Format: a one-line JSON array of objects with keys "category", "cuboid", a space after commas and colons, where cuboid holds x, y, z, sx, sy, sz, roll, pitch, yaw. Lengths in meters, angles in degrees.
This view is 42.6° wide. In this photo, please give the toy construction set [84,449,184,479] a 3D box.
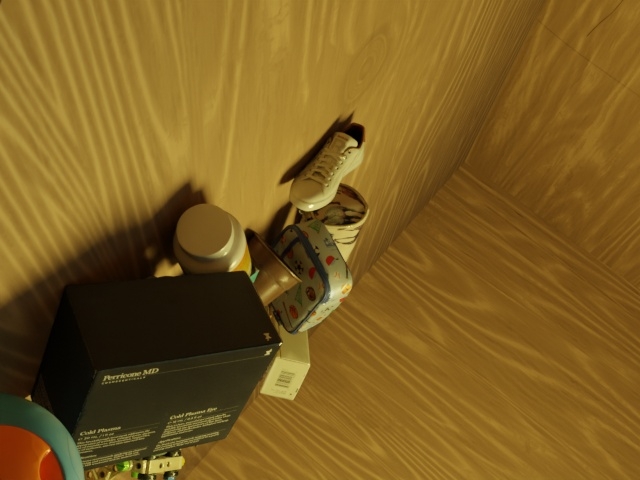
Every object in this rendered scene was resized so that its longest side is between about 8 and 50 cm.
[{"category": "toy construction set", "cuboid": [-0.496, 0.600, 2.206, 0.328, 0.215, 0.151, -13, 103, -64]}]

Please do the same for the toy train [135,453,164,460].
[{"category": "toy train", "cuboid": [-0.371, 0.329, 1.796, 0.334, 0.190, 0.142, -57, -151, 10]}]

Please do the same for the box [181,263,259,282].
[{"category": "box", "cuboid": [-0.247, 0.107, 1.786, 0.244, 0.100, 0.060, -39, 163, -49]}]

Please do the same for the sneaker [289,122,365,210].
[{"category": "sneaker", "cuboid": [0.017, -0.188, 1.949, 0.290, 0.106, 0.123, -52, 162, -41]}]

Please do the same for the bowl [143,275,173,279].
[{"category": "bowl", "cuboid": [-0.319, 0.120, 1.574, 0.170, 0.080, 0.170, -40, 163, -15]}]

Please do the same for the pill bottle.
[{"category": "pill bottle", "cuboid": [-0.207, 0.018, 1.570, 0.136, 0.136, 0.245, -49, 169, -14]}]

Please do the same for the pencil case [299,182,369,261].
[{"category": "pencil case", "cuboid": [0.000, 0.000, 2.289, 0.410, 0.184, 0.159, 112, -8, -57]}]

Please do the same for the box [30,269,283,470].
[{"category": "box", "cuboid": [-0.294, 0.228, 1.450, 0.343, 0.179, 0.312, -4, 139, -36]}]

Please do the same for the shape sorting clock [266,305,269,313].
[{"category": "shape sorting clock", "cuboid": [-0.211, 0.248, 2.262, 0.206, 0.040, 0.206, -40, -145, 36]}]

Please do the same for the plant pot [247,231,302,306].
[{"category": "plant pot", "cuboid": [-0.159, 0.095, 1.975, 0.165, 0.167, 0.167, -44, 169, -1]}]

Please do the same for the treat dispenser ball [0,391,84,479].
[{"category": "treat dispenser ball", "cuboid": [-0.485, 0.360, 1.165, 0.288, 0.288, 0.288, -49, 168, -13]}]

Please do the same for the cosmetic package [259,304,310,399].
[{"category": "cosmetic package", "cuboid": [-0.115, 0.319, 2.524, 0.309, 0.113, 0.160, -99, -151, -55]}]

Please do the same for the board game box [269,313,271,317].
[{"category": "board game box", "cuboid": [-0.240, 0.215, 2.038, 0.193, 0.147, 0.045, -46, 167, -21]}]

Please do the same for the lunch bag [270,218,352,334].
[{"category": "lunch bag", "cuboid": [-0.055, 0.093, 2.127, 0.115, 0.243, 0.303, -19, 162, -36]}]
